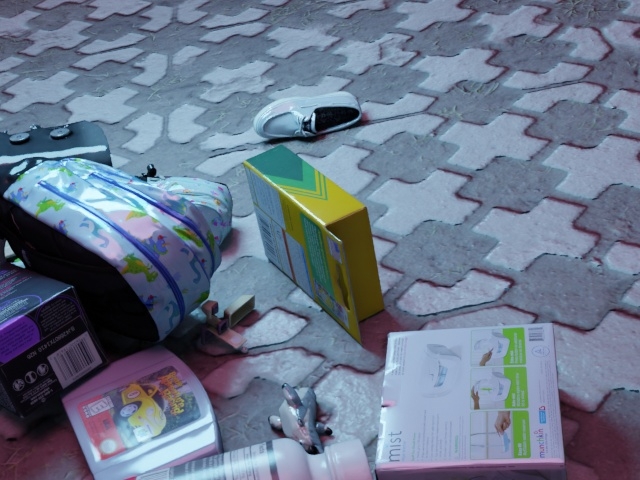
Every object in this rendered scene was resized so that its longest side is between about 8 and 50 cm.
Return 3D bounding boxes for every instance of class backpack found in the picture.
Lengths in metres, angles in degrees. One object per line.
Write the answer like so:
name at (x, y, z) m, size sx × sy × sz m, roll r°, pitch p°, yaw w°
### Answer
backpack at (-0.249, -0.047, 1.968) m, size 0.182 × 0.152 × 0.115 m, roll 3°, pitch 40°, yaw 0°
backpack at (-0.332, 0.019, 1.738) m, size 0.273 × 0.290 × 0.355 m, roll -31°, pitch 35°, yaw -19°

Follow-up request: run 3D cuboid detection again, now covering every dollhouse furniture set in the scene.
dollhouse furniture set at (-0.124, 0.122, 1.730) m, size 0.081 × 0.091 × 0.114 m, roll 29°, pitch 46°, yaw 25°

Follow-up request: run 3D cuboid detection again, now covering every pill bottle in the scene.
pill bottle at (-0.089, 0.339, 1.303) m, size 0.318 × 0.176 × 0.176 m, roll -14°, pitch 34°, yaw -3°

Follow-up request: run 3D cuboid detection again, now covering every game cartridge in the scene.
game cartridge at (-0.257, 0.264, 1.579) m, size 0.196 × 0.060 × 0.294 m, roll -20°, pitch 34°, yaw -18°

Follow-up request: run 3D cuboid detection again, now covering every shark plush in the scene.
shark plush at (-0.012, 0.257, 1.514) m, size 0.067 × 0.073 × 0.161 m, roll 7°, pitch 19°, yaw -29°

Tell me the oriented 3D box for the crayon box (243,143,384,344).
crayon box at (0.000, 0.000, 1.749) m, size 0.083 × 0.203 × 0.323 m, roll -25°, pitch 37°, yaw -19°

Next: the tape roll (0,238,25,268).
tape roll at (-0.517, -0.001, 1.896) m, size 0.219 × 0.219 × 0.072 m, roll -35°, pitch 39°, yaw -30°

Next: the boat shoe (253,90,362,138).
boat shoe at (-0.024, -0.254, 2.238) m, size 0.227 × 0.079 × 0.081 m, roll -14°, pitch 29°, yaw -9°

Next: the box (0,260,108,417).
box at (-0.480, 0.147, 1.693) m, size 0.165 × 0.143 × 0.270 m, roll -33°, pitch 27°, yaw -29°

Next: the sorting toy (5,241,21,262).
sorting toy at (-0.632, 0.005, 2.081) m, size 0.196 × 0.047 × 0.347 m, roll -17°, pitch 34°, yaw -16°

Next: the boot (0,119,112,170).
boot at (-0.618, -0.115, 2.105) m, size 0.445 × 0.146 × 0.367 m, roll -7°, pitch 32°, yaw -23°

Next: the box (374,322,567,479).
box at (0.197, 0.237, 1.409) m, size 0.231 × 0.126 × 0.262 m, roll -5°, pitch 35°, yaw 11°
